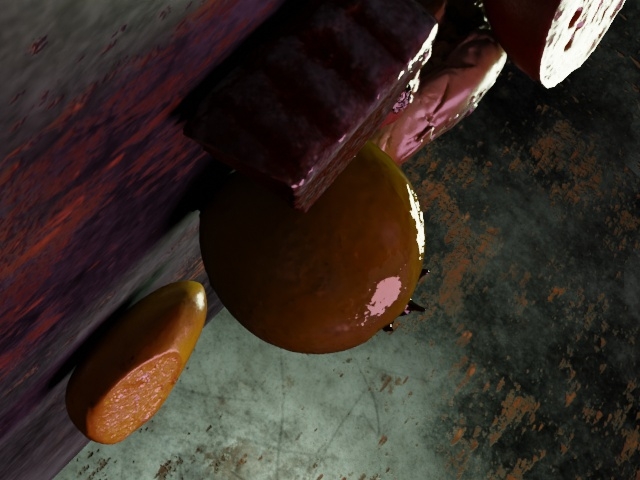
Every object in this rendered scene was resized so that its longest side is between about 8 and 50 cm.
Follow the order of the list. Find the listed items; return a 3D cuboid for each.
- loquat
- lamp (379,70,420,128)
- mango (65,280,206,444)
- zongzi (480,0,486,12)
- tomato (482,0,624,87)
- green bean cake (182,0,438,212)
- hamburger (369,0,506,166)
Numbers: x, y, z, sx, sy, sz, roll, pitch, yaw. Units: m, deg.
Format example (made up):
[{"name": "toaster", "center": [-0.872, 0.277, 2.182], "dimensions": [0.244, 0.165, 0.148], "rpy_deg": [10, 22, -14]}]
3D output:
[{"name": "loquat", "center": [0.000, 0.000, 0.991], "dimensions": [0.244, 0.244, 0.244], "rpy_deg": [-47, 178, -2]}, {"name": "lamp", "center": [0.050, -0.161, 0.989], "dimensions": [0.107, 0.092, 0.107], "rpy_deg": [-27, 137, -27]}, {"name": "mango", "center": [-0.213, 0.132, 1.165], "dimensions": [0.217, 0.102, 0.141], "rpy_deg": [-50, 155, -2]}, {"name": "zongzi", "center": [0.162, -0.316, 1.256], "dimensions": [0.189, 0.081, 0.178], "rpy_deg": [-18, 134, 0]}, {"name": "tomato", "center": [0.263, -0.332, 1.077], "dimensions": [0.338, 0.143, 0.338], "rpy_deg": [-48, 157, -29]}, {"name": "green bean cake", "center": [-0.016, -0.095, 0.775], "dimensions": [0.198, 0.097, 0.233], "rpy_deg": [-48, 179, -15]}, {"name": "hamburger", "center": [0.101, -0.181, 1.169], "dimensions": [0.286, 0.146, 0.243], "rpy_deg": [-48, -174, -33]}]
